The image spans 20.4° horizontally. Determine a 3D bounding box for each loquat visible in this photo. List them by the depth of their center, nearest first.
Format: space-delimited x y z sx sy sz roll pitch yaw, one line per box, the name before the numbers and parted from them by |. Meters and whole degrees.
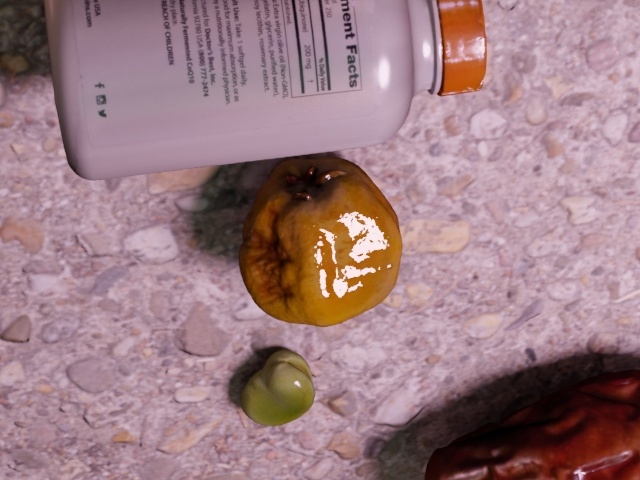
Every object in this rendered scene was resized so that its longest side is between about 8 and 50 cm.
loquat | 0.000 0.000 1.375 0.137 0.113 0.137 1 121 1

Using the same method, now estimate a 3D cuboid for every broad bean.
broad bean | -0.034 0.130 1.531 0.063 0.045 0.083 12 136 -19

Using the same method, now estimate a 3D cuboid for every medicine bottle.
medicine bottle | -0.037 -0.133 1.214 0.289 0.157 0.157 -7 133 -5

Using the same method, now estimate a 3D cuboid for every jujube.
jujube | 0.241 0.212 1.564 0.290 0.197 0.197 -10 134 15
